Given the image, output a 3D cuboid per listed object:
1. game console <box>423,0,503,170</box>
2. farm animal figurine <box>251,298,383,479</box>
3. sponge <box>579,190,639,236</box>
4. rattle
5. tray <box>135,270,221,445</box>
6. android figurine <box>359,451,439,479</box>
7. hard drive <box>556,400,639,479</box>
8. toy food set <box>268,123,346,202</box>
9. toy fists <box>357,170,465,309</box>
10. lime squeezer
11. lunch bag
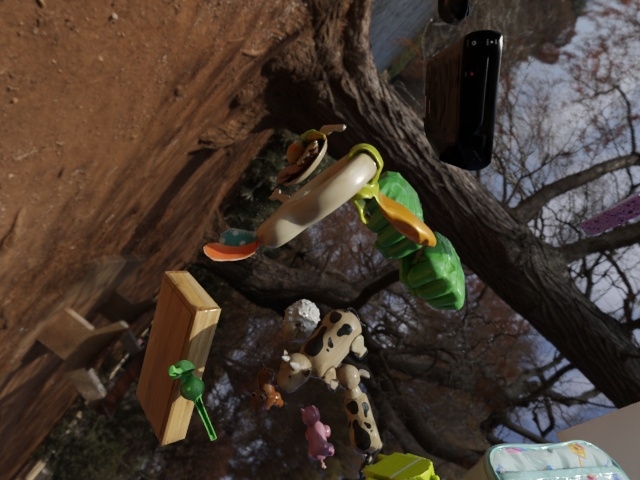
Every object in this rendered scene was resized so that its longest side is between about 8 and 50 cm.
[{"bbox_3d":[0.160,-0.270,0.462,0.043,0.362,0.213,-1,-161,5],"label":"game console"},{"bbox_3d":[0.004,0.278,0.873,0.330,0.172,0.327,9,-128,28],"label":"farm animal figurine"},{"bbox_3d":[0.540,-0.077,0.660,0.210,0.031,0.117,-25,166,-15],"label":"sponge"},{"bbox_3d":[0.000,0.000,0.441,0.199,0.143,0.130,-42,-150,-11],"label":"rattle"},{"bbox_3d":[-0.395,0.311,1.098,0.202,0.076,0.411,34,-67,41],"label":"tray"},{"bbox_3d":[0.269,0.788,1.384,0.248,0.056,0.272,-3,170,-42],"label":"android figurine"},{"bbox_3d":[0.675,0.517,0.793,0.233,0.047,0.353,-34,-133,20],"label":"hard drive"},{"bbox_3d":[-0.040,-0.160,0.793,0.192,0.038,0.132,-54,-155,-4],"label":"toy food set"},{"bbox_3d":[0.167,0.010,0.731,0.096,0.279,0.142,-31,-161,23],"label":"toy fists"},{"bbox_3d":[-0.297,0.345,0.947,0.058,0.311,0.110,-33,-133,-28],"label":"lime squeezer"},{"bbox_3d":[0.341,0.393,0.560,0.224,0.278,0.108,-108,-145,-49],"label":"lunch bag"}]
